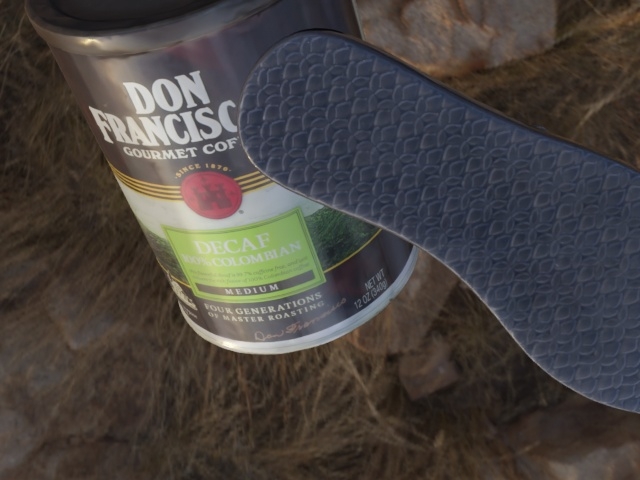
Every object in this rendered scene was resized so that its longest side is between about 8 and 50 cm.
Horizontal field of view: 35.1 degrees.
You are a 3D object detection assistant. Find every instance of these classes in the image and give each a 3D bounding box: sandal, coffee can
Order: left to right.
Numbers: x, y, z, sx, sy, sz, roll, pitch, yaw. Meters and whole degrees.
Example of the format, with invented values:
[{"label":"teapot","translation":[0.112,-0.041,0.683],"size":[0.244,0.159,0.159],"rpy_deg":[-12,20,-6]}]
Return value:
[{"label":"coffee can","translation":[-0.053,-0.084,0.714],"size":[0.201,0.201,0.275],"rpy_deg":[-20,129,0]},{"label":"sandal","translation":[0.084,-0.016,0.458],"size":[0.254,0.054,0.097],"rpy_deg":[35,105,-3]}]
